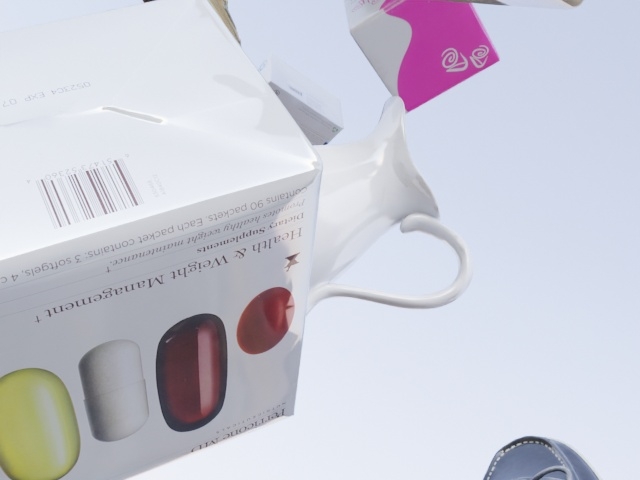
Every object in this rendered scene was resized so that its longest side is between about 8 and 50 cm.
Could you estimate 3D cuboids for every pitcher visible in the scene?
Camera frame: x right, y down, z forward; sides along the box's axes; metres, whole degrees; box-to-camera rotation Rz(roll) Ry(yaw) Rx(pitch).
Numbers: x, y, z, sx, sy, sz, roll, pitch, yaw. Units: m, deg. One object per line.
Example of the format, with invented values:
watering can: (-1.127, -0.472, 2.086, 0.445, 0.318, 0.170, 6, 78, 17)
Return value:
pitcher: (0.000, 0.000, 0.661, 0.125, 0.207, 0.178, 77, -12, -63)

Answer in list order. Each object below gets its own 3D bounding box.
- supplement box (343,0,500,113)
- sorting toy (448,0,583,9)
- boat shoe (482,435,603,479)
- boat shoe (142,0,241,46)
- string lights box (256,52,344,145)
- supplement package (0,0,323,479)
supplement box: (0.094, -0.247, 0.876, 0.111, 0.220, 0.114, -27, -58, 17)
sorting toy: (0.125, -0.299, 0.568, 0.089, 0.257, 0.255, 20, 9, -24)
boat shoe: (0.217, 0.332, 0.913, 0.186, 0.500, 0.156, -25, -82, 23)
boat shoe: (-0.103, -0.200, 0.795, 0.068, 0.072, 0.190, 5, -29, 16)
string lights box: (-0.101, -0.134, 1.238, 0.133, 0.077, 0.259, 30, -54, -29)
supplement package: (-0.121, 0.014, 0.434, 0.149, 0.194, 0.203, 57, -25, 35)
